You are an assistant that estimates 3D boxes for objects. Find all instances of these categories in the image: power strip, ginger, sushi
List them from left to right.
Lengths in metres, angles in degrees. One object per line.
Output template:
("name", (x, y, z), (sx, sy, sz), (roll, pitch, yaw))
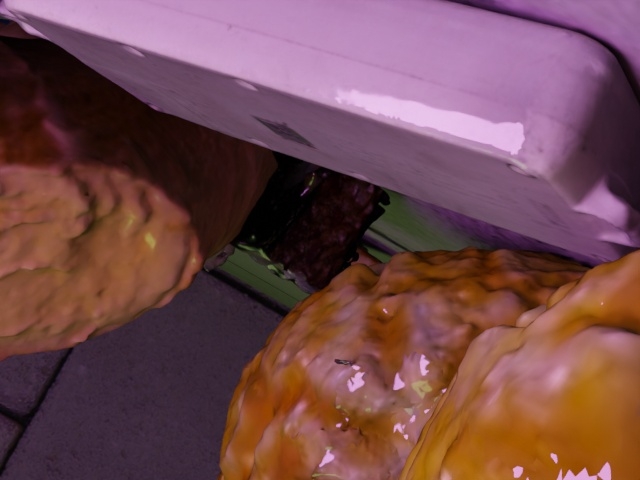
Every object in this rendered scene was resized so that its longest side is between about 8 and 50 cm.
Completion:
("ginger", (-0.151, -0.048, 0.648), (0.276, 0.130, 0.221), (13, -143, -34))
("sushi", (-0.017, -0.021, 0.791), (0.094, 0.084, 0.098), (29, 171, 45))
("power strip", (0.000, -0.059, 0.484), (0.271, 0.046, 0.118), (20, 173, 31))

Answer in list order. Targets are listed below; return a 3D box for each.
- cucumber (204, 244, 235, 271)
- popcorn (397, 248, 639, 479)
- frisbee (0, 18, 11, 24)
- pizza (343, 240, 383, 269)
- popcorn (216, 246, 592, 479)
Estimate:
("cucumber", (-0.135, -0.038, 1.242), (0.067, 0.067, 0.245), (32, -177, -25))
("popcorn", (0.142, 0.126, 0.412), (0.276, 0.276, 0.225), (28, -179, 13))
("frisbee", (-0.175, -0.116, 0.911), (0.242, 0.045, 0.242), (23, 179, 0))
("pizza", (0.000, 0.000, 1.111), (0.176, 0.036, 0.185), (27, 177, 35))
("popcorn", (0.073, 0.130, 0.723), (0.282, 0.282, 0.247), (30, -146, -6))
